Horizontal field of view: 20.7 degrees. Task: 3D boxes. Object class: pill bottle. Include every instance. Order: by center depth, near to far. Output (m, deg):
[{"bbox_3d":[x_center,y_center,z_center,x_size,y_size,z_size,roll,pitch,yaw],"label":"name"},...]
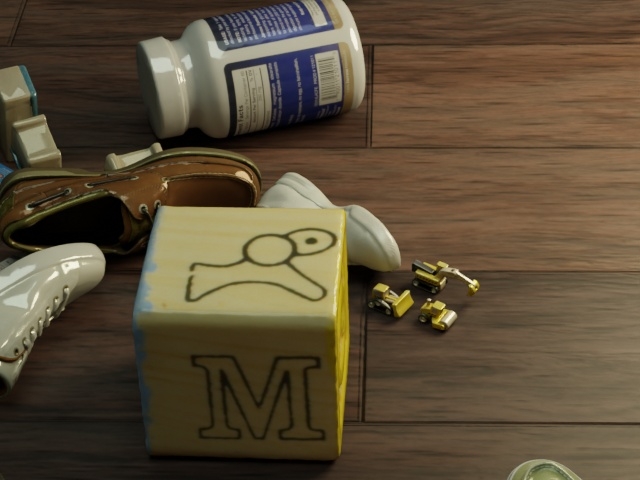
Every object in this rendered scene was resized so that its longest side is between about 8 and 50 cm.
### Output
[{"bbox_3d":[-0.089,-0.213,2.199,0.264,0.153,0.153,-12,38,-14],"label":"pill bottle"}]

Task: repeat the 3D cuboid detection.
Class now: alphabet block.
[{"bbox_3d":[-0.073,0.092,1.765,0.197,0.193,0.192,2,39,4],"label":"alphabet block"}]

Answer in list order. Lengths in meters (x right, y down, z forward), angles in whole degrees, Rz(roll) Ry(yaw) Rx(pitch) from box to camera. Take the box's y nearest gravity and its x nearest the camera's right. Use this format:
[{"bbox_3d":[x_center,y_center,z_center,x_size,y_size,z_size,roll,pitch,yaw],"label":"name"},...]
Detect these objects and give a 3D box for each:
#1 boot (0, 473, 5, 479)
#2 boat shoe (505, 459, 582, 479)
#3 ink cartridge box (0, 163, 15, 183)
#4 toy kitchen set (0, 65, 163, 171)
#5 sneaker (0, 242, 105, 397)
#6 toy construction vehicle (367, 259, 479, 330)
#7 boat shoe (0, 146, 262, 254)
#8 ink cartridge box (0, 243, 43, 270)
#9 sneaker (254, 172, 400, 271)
[{"bbox_3d":[-0.309,0.277,1.485,0.137,0.077,0.198,-26,40,-17],"label":"boot"},{"bbox_3d":[0.234,0.294,1.565,0.109,0.094,0.302,-7,38,-7],"label":"boat shoe"},{"bbox_3d":[-0.425,-0.046,2.077,0.088,0.052,0.122,27,47,32],"label":"ink cartridge box"},{"bbox_3d":[-0.291,-0.112,2.136,0.166,0.122,0.207,-16,59,-18],"label":"toy kitchen set"},{"bbox_3d":[-0.332,0.103,1.863,0.290,0.106,0.123,-28,71,-35],"label":"sneaker"},{"bbox_3d":[0.114,0.056,1.933,0.098,0.035,0.086,22,44,28],"label":"toy construction vehicle"},{"bbox_3d":[-0.213,-0.029,1.987,0.307,0.111,0.104,-9,30,-6],"label":"boat shoe"},{"bbox_3d":[-0.337,0.039,1.980,0.048,0.028,0.083,29,47,34],"label":"ink cartridge box"},{"bbox_3d":[0.000,0.000,1.993,0.094,0.080,0.212,-39,42,-23],"label":"sneaker"}]
